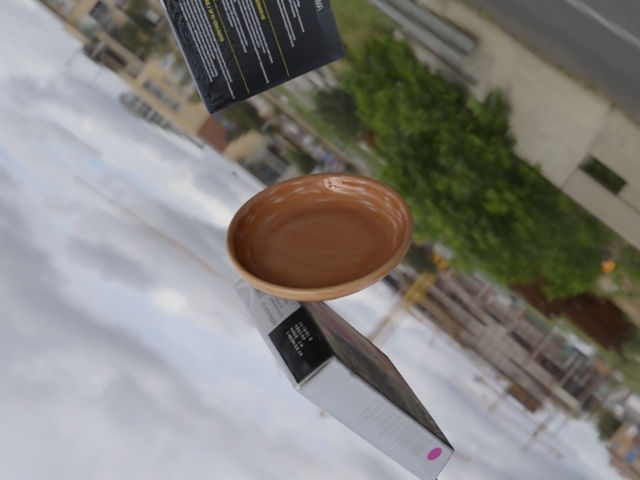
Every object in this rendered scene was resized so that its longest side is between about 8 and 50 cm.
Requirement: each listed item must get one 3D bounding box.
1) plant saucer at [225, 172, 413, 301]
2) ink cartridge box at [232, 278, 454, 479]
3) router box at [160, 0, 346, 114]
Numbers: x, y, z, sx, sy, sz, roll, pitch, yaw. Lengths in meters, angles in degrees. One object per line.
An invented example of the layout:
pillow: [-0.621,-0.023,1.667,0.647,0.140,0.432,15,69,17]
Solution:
plant saucer: [0.000,0.000,1.288,0.200,0.200,0.037,43,152,44]
ink cartridge box: [0.050,0.171,1.421,0.371,0.069,0.176,45,-174,-46]
router box: [-0.064,-0.204,1.005,0.179,0.133,0.046,70,175,-46]
